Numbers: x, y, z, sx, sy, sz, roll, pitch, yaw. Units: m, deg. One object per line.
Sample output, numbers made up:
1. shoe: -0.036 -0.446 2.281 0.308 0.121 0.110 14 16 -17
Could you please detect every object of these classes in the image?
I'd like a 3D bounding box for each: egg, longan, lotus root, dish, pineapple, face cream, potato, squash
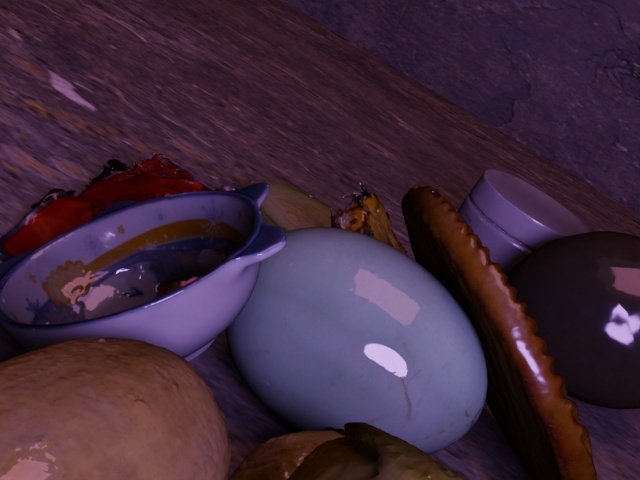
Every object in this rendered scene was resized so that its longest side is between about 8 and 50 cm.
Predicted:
1. egg: 0.027 0.084 0.707 0.231 0.168 0.168 33 21 10
2. longan: 0.343 0.094 1.056 0.248 0.248 0.248 26 21 -11
3. lotus root: -0.133 0.129 0.442 0.146 0.130 0.303 33 21 10
4. dish: -0.123 0.038 0.654 0.236 0.086 0.228 9 34 43
5. pineapple: 0.063 0.049 0.887 0.224 0.076 0.224 58 12 -21
6. face cream: 0.267 0.009 1.224 0.177 0.152 0.177 24 23 -11
7. potato: -0.015 0.172 0.600 0.096 0.066 0.103 38 24 28
8. squash: 0.002 -0.004 1.054 0.219 0.041 0.219 27 21 -11

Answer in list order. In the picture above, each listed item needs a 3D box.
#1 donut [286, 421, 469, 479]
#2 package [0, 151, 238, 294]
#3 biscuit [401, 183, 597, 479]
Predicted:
1. donut: 0.082 0.185 0.457 0.272 0.107 0.272 27 -14 7
2. package: -0.163 -0.014 0.827 0.194 0.071 0.269 17 24 5
3. biscuit: 0.156 0.093 0.782 0.317 0.040 0.318 63 0 1
